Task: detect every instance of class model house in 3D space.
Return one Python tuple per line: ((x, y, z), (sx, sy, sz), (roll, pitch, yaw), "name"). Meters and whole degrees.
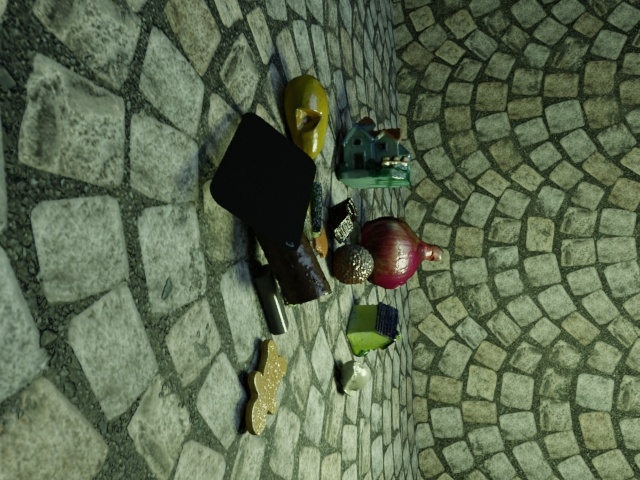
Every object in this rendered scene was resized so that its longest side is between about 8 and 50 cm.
((0.237, -0.396, 2.090), (0.252, 0.295, 0.329), (27, 63, -72), "model house")
((0.239, 0.369, 2.049), (0.194, 0.211, 0.170), (-70, 147, -52), "model house")
((0.088, -0.052, 1.871), (0.165, 0.106, 0.152), (59, 30, -43), "model house")

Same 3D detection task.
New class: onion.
((0.355, 0.056, 2.199), (0.348, 0.385, 0.348), (1, 90, -86), "onion")

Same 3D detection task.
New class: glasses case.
((-0.127, 0.161, 1.324), (0.072, 0.042, 0.190), (-74, 153, -62), "glasses case")

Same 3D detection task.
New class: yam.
((-0.083, 0.034, 1.262), (0.279, 0.131, 0.131), (64, 22, -2), "yam")

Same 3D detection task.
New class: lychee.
((0.125, 0.098, 1.860), (0.197, 0.165, 0.165), (58, 30, -23), "lychee")

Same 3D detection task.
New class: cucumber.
((-0.020, -0.103, 1.659), (0.058, 0.058, 0.187), (31, 57, -66), "cucumber")

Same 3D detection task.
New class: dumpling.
((0.120, 0.523, 1.852), (0.127, 0.108, 0.188), (-52, 155, -26), "dumpling")

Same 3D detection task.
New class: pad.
((-0.163, -0.158, 1.181), (0.315, 0.063, 0.375), (37, 38, -22), "pad")

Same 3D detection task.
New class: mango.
((-0.043, -0.391, 1.560), (0.167, 0.130, 0.262), (-55, 141, -57), "mango")

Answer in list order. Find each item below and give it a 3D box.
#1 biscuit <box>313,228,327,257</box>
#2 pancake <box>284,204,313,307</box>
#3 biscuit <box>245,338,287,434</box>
((0.000, 0.000, 1.744), (0.130, 0.019, 0.102), (61, 29, -47), "biscuit")
((-0.064, 0.023, 1.509), (0.197, 0.054, 0.376), (43, 44, -61), "pancake")
((-0.144, 0.370, 1.231), (0.240, 0.035, 0.158), (-72, 148, -49), "biscuit")
